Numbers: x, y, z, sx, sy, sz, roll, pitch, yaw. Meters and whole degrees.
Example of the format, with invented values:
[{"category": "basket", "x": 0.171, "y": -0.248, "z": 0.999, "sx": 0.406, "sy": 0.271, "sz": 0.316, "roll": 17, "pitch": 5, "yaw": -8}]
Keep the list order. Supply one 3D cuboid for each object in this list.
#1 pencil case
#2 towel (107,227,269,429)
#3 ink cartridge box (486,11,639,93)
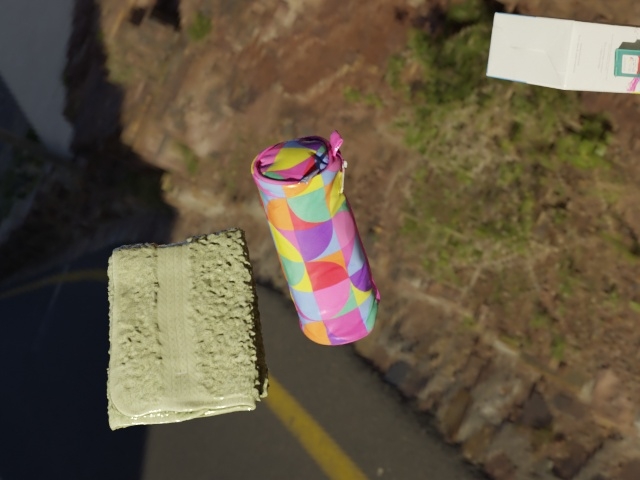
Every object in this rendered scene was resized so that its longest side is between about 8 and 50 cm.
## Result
[{"category": "pencil case", "x": 0.000, "y": 0.000, "z": 1.340, "sx": 0.104, "sy": 0.104, "sz": 0.236, "roll": -96, "pitch": -7, "yaw": -56}, {"category": "towel", "x": -0.093, "y": 0.057, "z": 0.841, "sx": 0.027, "sy": 0.110, "sz": 0.148, "roll": 76, "pitch": -175, "yaw": -53}, {"category": "ink cartridge box", "x": 0.325, "y": -0.215, "z": 1.434, "sx": 0.134, "sy": 0.231, "sz": 0.078, "roll": 22, "pitch": 109, "yaw": 54}]
